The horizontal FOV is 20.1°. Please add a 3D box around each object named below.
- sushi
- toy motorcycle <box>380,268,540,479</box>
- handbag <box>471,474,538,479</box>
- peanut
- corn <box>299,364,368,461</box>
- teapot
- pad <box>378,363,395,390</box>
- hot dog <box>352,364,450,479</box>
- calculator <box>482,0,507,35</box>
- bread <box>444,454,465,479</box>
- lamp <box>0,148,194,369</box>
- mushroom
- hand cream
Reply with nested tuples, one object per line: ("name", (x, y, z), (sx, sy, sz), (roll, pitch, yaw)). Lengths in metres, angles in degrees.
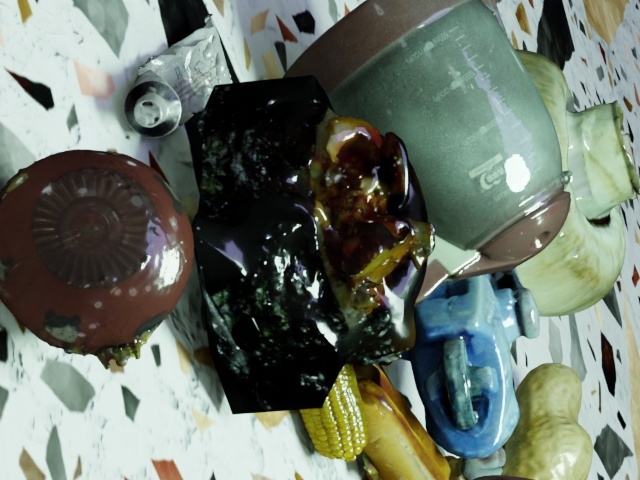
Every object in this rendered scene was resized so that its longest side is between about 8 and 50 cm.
("sushi", (0.000, 0.000, 1.649), (0.227, 0.212, 0.215), (-86, 171, -53))
("toy motorcycle", (0.175, 0.120, 2.020), (0.241, 0.182, 0.319), (41, 32, -33))
("handbag", (0.197, 0.369, 1.942), (0.225, 0.146, 0.135), (-58, 133, -27))
("peanut", (0.295, 0.254, 2.332), (0.110, 0.120, 0.236), (25, 47, -11))
("corn", (-0.002, 0.119, 1.782), (0.068, 0.068, 0.207), (-32, 104, -67))
("teapot", (0.104, -0.089, 1.910), (0.312, 0.315, 0.233), (55, -18, 7))
("pad", (0.020, 0.062, 1.817), (0.190, 0.004, 0.127), (58, -1, 17))
("hot dog", (0.078, 0.223, 1.908), (0.250, 0.076, 0.104), (58, 8, -43))
("calculator", (0.204, -0.390, 2.641), (0.220, 0.048, 0.329), (6, 68, -65))
("bread", (0.158, 0.286, 2.084), (0.083, 0.046, 0.081), (58, 33, -40))
("lamp", (-0.176, 0.011, 1.364), (0.157, 0.156, 0.135), (-57, 179, -21))
("mushroom", (0.282, -0.077, 2.335), (0.352, 0.260, 0.352), (-16, 90, -74))
("hand cream", (-0.130, -0.142, 1.679), (0.257, 0.050, 0.084), (-60, 133, -68))
